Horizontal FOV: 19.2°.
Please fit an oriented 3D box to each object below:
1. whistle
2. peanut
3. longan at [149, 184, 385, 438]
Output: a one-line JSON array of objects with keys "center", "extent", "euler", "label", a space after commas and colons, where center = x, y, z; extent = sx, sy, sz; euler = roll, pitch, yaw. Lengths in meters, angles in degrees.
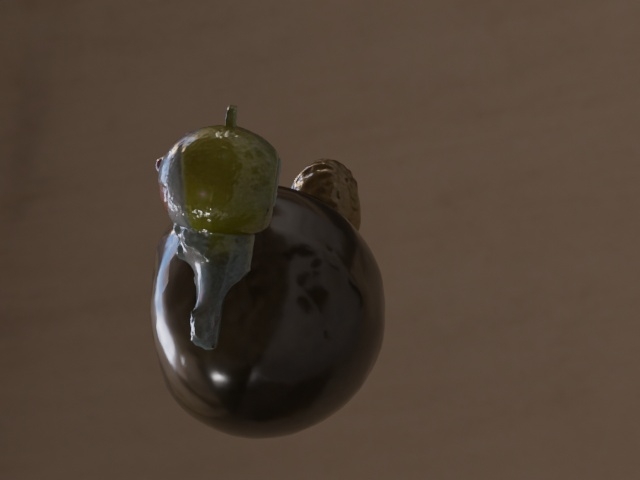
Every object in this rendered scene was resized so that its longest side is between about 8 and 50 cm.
[{"center": [-0.101, -0.013, 1.721], "extent": [0.123, 0.122, 0.223], "euler": [0, -80, -65], "label": "whistle"}, {"center": [0.000, 0.000, 2.475], "extent": [0.095, 0.108, 0.226], "euler": [16, -107, -28], "label": "peanut"}, {"center": [-0.069, 0.088, 2.281], "extent": [0.319, 0.318, 0.319], "euler": [34, -129, -57], "label": "longan"}]
